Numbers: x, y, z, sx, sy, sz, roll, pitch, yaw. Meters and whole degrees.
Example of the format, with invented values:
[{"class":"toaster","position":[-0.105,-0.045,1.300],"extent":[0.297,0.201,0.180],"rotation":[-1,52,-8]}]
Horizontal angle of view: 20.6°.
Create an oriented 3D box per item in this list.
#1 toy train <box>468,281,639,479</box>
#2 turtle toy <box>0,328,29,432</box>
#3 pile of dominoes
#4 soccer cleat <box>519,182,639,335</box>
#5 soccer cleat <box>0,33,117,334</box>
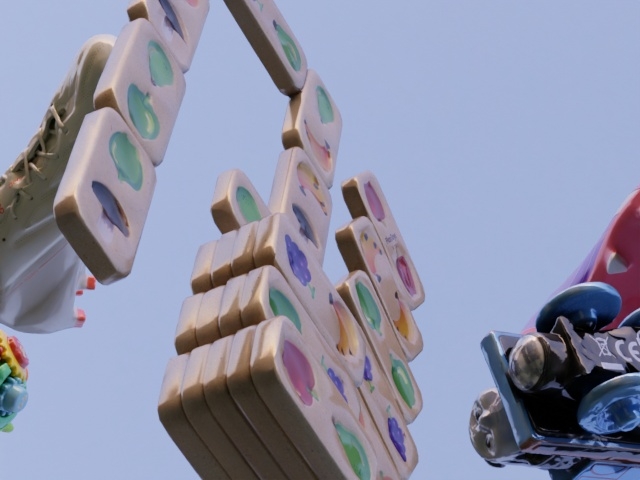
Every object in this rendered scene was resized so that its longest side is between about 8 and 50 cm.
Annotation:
[{"class":"toy train","position":[0.154,0.082,0.855],"extent":[0.105,0.184,0.080],"rotation":[-53,-137,36]},{"class":"turtle toy","position":[-0.243,0.078,1.221],"extent":[0.066,0.095,0.130],"rotation":[-28,-71,-1]},{"class":"pile of dominoes","position":[0.000,0.000,0.590],"extent":[0.040,0.251,0.196],"rotation":[-23,-61,20]},{"class":"soccer cleat","position":[0.181,0.014,0.969],"extent":[0.083,0.095,0.248],"rotation":[32,-58,-5]},{"class":"soccer cleat","position":[-0.154,-0.028,0.995],"extent":[0.076,0.068,0.196],"rotation":[9,-59,-18]}]
